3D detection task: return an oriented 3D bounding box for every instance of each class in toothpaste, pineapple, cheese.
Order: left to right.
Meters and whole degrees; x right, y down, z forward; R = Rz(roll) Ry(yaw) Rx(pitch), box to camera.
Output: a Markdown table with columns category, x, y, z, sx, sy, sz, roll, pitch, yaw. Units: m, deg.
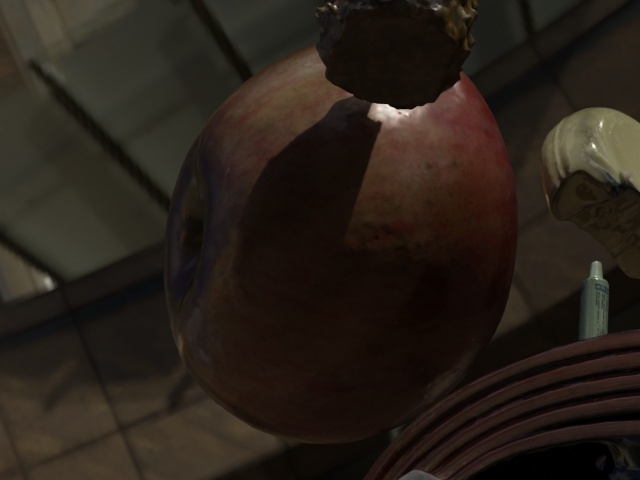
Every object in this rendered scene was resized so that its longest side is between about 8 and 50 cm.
| category | x | y | z | sx | sy | sz | roll | pitch | yaw |
| --- | --- | --- | --- | --- | --- | --- | --- | --- | --- |
| pineapple | 0.059 | -0.210 | 1.209 | 0.111 | 0.237 | 0.119 | -5 | -40 | 16 |
| toothpaste | 0.282 | 0.111 | 1.779 | 0.029 | 0.197 | 0.048 | -14 | -33 | 36 |
| cheese | 0.269 | -0.067 | 1.518 | 0.071 | 0.249 | 0.163 | -35 | -74 | 31 |

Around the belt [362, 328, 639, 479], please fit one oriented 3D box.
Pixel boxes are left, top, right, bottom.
| category | x | y | z | sx | sy | sz | roll | pitch | yaw |
| --- | --- | --- | --- | --- | --- | --- | --- | --- | --- |
| belt | 0.160 | 0.157 | 0.787 | 0.338 | 0.217 | 0.122 | -6 | -43 | 42 |

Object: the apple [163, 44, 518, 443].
| category | x | y | z | sx | sy | sz | roll | pitch | yaw |
| --- | --- | --- | --- | --- | --- | --- | --- | --- | --- |
| apple | 0.000 | 0.000 | 1.433 | 0.269 | 0.345 | 0.345 | -6 | -36 | -35 |
